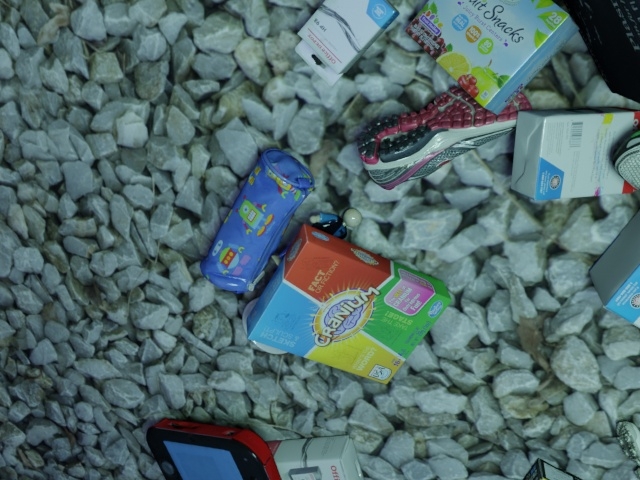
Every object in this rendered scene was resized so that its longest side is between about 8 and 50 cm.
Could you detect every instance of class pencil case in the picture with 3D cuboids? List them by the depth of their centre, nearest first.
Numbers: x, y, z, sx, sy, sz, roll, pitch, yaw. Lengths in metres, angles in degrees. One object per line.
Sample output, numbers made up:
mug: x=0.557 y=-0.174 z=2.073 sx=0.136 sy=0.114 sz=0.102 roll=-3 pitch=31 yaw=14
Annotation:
pencil case: x=-0.124 y=-0.027 z=1.178 sx=0.133 sy=0.119 sz=0.306 roll=43 pitch=116 yaw=23

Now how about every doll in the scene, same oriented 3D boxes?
doll: x=0.000 y=0.000 z=1.167 sx=0.189 sy=0.046 sz=0.129 roll=-37 pitch=140 yaw=-2

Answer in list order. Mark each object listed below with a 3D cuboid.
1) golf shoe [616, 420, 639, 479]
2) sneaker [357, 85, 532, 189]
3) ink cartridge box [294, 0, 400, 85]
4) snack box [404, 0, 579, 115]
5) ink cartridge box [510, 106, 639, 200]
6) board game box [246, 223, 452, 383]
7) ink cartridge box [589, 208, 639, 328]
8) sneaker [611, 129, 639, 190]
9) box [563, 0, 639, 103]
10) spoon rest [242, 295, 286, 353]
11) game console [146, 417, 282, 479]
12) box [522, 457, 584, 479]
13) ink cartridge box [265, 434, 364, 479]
golf shoe: x=0.640 y=0.411 z=1.157 sx=0.086 sy=0.069 sz=0.176 roll=-30 pitch=102 yaw=3
sneaker: x=0.217 y=-0.184 z=1.045 sx=0.299 sy=0.120 sz=0.112 roll=-17 pitch=139 yaw=11
ink cartridge box: x=0.037 y=-0.366 z=1.049 sx=0.104 sy=0.060 sz=0.180 roll=45 pitch=114 yaw=-3
snack box: x=0.264 y=-0.333 z=0.946 sx=0.174 sy=0.070 sz=0.207 roll=-48 pitch=64 yaw=25
ink cartridge box: x=0.437 y=-0.145 z=0.974 sx=0.231 sy=0.078 sz=0.134 roll=-5 pitch=110 yaw=-14
board game box: x=0.052 y=0.132 z=1.147 sx=0.317 sy=0.064 sz=0.242 roll=22 pitch=116 yaw=-20
ink cartridge box: x=0.605 y=0.075 z=0.981 sx=0.233 sy=0.168 sz=0.171 roll=32 pitch=113 yaw=4
sneaker: x=0.585 y=-0.056 z=0.848 sx=0.344 sy=0.146 sz=0.134 roll=29 pitch=145 yaw=18
box: x=0.420 y=-0.427 z=0.695 sx=0.297 sy=0.472 sz=0.479 roll=-28 pitch=99 yaw=23
spoon rest: x=-0.053 y=0.138 z=1.237 sx=0.276 sy=0.084 sz=0.137 roll=-41 pitch=94 yaw=23
game console: x=-0.229 y=0.578 z=1.392 sx=0.387 sy=0.060 sz=0.341 roll=-7 pitch=107 yaw=38
box: x=0.502 y=0.648 z=1.261 sx=0.257 sy=0.079 sz=0.321 roll=25 pitch=113 yaw=4
ink cartridge box: x=-0.021 y=0.541 z=1.363 sx=0.218 sy=0.092 sz=0.158 roll=-12 pitch=105 yaw=18
